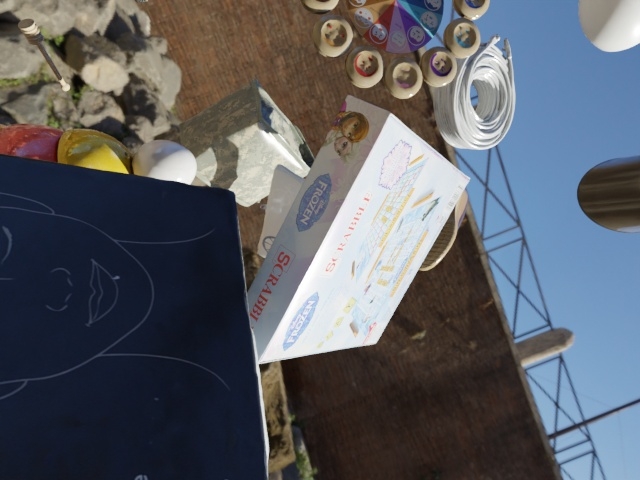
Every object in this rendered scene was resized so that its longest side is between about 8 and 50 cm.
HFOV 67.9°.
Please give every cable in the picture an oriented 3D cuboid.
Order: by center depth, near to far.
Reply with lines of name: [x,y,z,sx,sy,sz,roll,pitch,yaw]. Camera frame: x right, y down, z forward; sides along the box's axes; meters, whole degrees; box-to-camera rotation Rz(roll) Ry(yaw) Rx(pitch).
cable: [0.384,-0.355,1.184,0.089,0.257,0.257,13,-51,54]

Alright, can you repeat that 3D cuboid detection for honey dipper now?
honey dipper: [-0.544,-0.362,0.946,0.160,0.031,0.030,92,-21,-60]

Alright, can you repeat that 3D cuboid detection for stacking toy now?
stacking toy: [-0.488,-0.118,0.943,0.350,0.480,0.350,167,-90,-89]

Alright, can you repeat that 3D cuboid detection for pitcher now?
pitcher: [0.546,-0.452,0.833,0.207,0.178,0.125,50,51,-36]

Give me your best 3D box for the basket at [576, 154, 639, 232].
basket: [0.616,-0.091,0.858,0.227,0.205,0.154,-4,98,-83]

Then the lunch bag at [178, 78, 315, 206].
lunch bag: [-0.171,-0.221,1.205,0.287,0.235,0.168,43,26,-51]

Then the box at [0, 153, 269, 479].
box: [-0.317,0.182,0.396,0.297,0.472,0.479,-53,-141,42]

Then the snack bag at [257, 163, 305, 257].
snack bag: [0.000,0.000,1.121,0.323,0.037,0.342,29,-39,10]

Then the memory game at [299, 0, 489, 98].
memory game: [0.070,-0.223,0.431,0.012,0.186,0.186,-170,-122,-75]

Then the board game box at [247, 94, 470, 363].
board game box: [0.061,0.007,0.661,0.066,0.318,0.318,33,11,31]

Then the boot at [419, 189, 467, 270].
boot: [0.305,-0.012,1.179,0.090,0.248,0.207,20,-14,24]

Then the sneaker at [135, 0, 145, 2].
sneaker: [-0.384,-0.434,0.627,0.158,0.411,0.182,54,-52,41]
